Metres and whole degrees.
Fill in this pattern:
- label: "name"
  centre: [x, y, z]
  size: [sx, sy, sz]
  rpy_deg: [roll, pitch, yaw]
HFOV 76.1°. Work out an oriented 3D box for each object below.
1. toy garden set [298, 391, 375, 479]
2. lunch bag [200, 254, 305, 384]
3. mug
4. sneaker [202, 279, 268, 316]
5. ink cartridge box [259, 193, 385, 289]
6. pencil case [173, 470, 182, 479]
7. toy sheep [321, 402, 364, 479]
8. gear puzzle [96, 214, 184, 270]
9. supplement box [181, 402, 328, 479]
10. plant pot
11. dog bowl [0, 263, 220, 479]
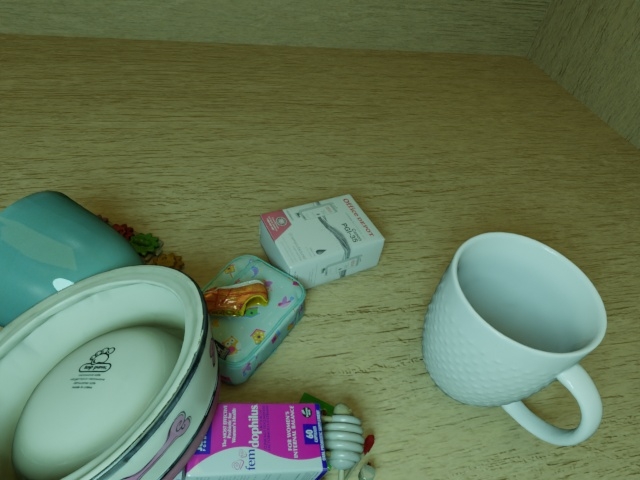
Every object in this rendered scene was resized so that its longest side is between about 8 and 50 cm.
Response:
- label: "toy garden set"
  centre: [0.006, 0.440, 0.755]
  size: [0.203, 0.049, 0.244]
  rpy_deg: [21, 46, 13]
- label: "lunch bag"
  centre: [-0.186, 0.168, 0.936]
  size: [0.224, 0.108, 0.279]
  rpy_deg: [31, 50, 19]
- label: "mug"
  centre: [0.376, 0.225, 0.823]
  size: [0.276, 0.328, 0.374]
  rpy_deg: [-19, 53, -25]
- label: "sneaker"
  centre: [-0.193, 0.131, 0.854]
  size: [0.175, 0.064, 0.068]
  rpy_deg: [-14, 59, -17]
- label: "ink cartridge box"
  centre: [0.000, 0.000, 1.120]
  size: [0.282, 0.117, 0.207]
  rpy_deg: [-16, 51, -23]
- label: "pencil case"
  centre: [-0.218, 0.401, 0.723]
  size: [0.088, 0.086, 0.206]
  rpy_deg: [-15, 48, 8]
- label: "toy sheep"
  centre: [0.037, 0.364, 0.742]
  size: [0.091, 0.091, 0.132]
  rpy_deg: [7, 60, -3]
- label: "gear puzzle"
  centre: [-0.517, 0.026, 1.060]
  size: [0.338, 0.044, 0.176]
  rpy_deg: [19, 47, 9]
- label: "supplement box"
  centre: [-0.112, 0.348, 0.685]
  size: [0.219, 0.114, 0.111]
  rpy_deg: [7, 44, -18]
- label: "plant pot"
  centre: [-0.520, 0.080, 0.855]
  size: [0.235, 0.293, 0.293]
  rpy_deg: [29, 47, 0]
- label: "dog bowl"
  centre: [-0.339, 0.228, 0.621]
  size: [0.407, 0.150, 0.408]
  rpy_deg: [-11, 38, 9]
